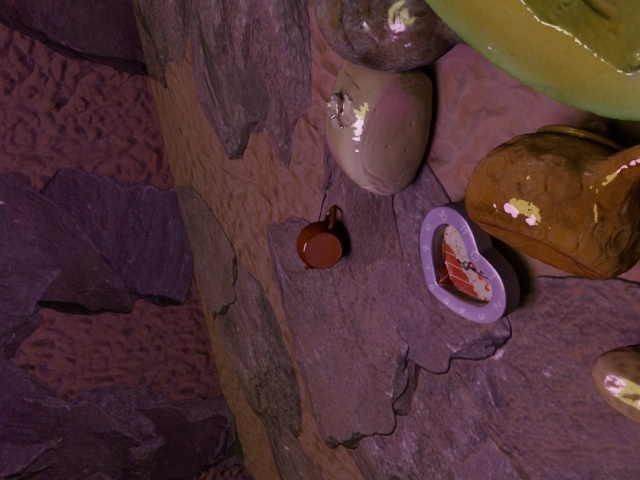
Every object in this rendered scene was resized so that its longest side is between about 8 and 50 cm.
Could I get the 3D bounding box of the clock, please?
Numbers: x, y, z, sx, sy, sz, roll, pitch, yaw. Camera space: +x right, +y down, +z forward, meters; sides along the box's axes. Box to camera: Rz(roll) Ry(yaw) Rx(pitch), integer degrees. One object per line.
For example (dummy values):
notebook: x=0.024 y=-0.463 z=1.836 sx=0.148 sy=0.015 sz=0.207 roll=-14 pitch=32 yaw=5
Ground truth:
clock: x=0.234 y=0.040 z=0.929 sx=0.198 sy=0.064 sz=0.172 roll=62 pitch=153 yaw=16

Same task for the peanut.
peanut: x=0.411 y=0.192 z=0.634 sx=0.236 sy=0.120 sz=0.110 roll=31 pitch=174 yaw=44

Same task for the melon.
melon: x=0.254 y=-0.239 z=0.584 sx=0.196 sy=0.124 sz=0.323 roll=-42 pitch=81 yaw=17

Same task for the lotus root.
lotus root: x=0.102 y=-0.324 z=0.800 sx=0.349 sy=0.175 sz=0.175 roll=37 pitch=139 yaw=56

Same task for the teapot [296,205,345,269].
teapot: x=0.000 y=0.000 z=1.322 sx=0.116 sy=0.116 sz=0.173 roll=40 pitch=114 yaw=46

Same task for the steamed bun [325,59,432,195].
steamed bun: x=0.079 y=-0.189 z=0.970 sx=0.170 sy=0.153 sz=0.238 roll=48 pitch=143 yaw=39

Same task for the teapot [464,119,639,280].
teapot: x=0.283 y=-0.063 z=0.677 sx=0.203 sy=0.167 sz=0.311 roll=27 pitch=180 yaw=-4
